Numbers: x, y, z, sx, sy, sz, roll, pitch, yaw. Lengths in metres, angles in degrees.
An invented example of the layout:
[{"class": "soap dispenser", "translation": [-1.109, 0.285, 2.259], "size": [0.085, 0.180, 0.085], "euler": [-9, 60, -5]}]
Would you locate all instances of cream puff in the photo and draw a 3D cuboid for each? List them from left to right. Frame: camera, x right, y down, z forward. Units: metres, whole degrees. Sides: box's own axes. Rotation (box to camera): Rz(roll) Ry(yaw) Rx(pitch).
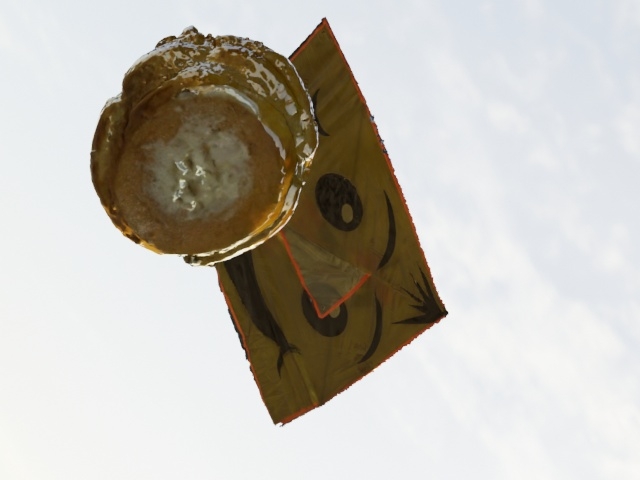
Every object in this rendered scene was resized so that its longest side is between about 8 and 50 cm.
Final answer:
[{"class": "cream puff", "translation": [-0.068, -0.060, 0.943], "size": [0.144, 0.126, 0.103], "euler": [-49, -163, 29]}]

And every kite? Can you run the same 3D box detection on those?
[{"class": "kite", "translation": [-0.002, 0.000, 1.362], "size": [0.327, 0.013, 0.378], "euler": [31, -61, 44]}]
